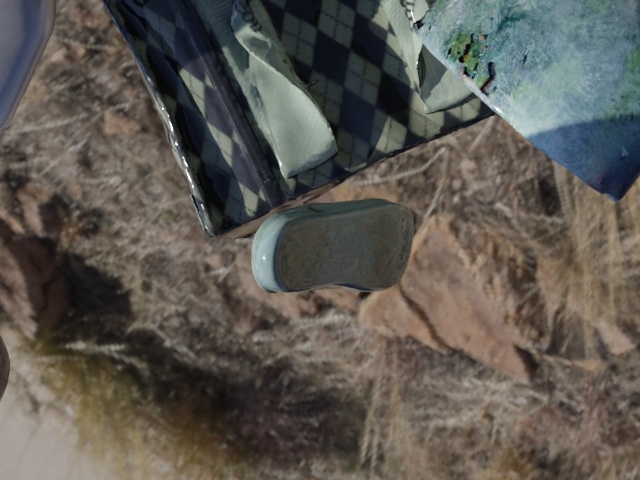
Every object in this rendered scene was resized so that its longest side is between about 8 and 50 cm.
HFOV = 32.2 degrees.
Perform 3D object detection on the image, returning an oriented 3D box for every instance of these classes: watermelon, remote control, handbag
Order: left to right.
[{"bbox_3d":[-0.445,-0.259,1.349,0.221,0.103,0.332,33,125,-5],"label":"remote control"},{"bbox_3d":[0.024,-0.200,1.108,0.416,0.180,0.317,-25,84,12],"label":"handbag"},{"bbox_3d":[0.195,-0.183,0.849,0.188,0.322,0.175,31,110,-8],"label":"watermelon"}]

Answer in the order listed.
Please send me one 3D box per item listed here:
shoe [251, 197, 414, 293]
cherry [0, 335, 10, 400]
[{"bbox_3d":[0.000,0.000,0.884,0.078,0.195,0.079,19,104,32],"label":"shoe"},{"bbox_3d":[-0.274,0.096,0.643,0.176,0.176,0.140,48,157,-9],"label":"cherry"}]
